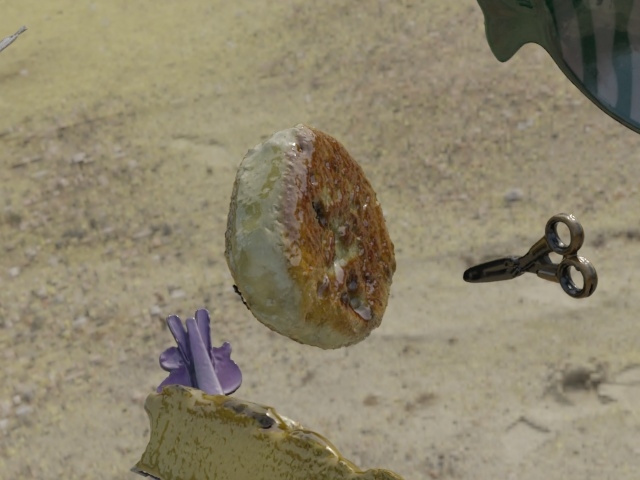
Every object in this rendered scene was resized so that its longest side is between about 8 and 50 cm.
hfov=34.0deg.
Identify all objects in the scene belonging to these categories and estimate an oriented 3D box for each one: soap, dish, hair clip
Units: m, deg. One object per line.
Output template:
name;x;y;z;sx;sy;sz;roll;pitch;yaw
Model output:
soap;-0.069;0.261;1.122;0.304;0.339;0.169;22;77;-2
dish;0.218;-0.146;0.626;0.246;0.224;0.078;17;61;35
hair clip;-0.180;0.235;1.609;0.137;0.090;0.278;-14;49;-12

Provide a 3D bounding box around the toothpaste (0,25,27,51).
toothpaste;-0.545;-0.227;1.555;0.099;0.068;0.282;6;40;24

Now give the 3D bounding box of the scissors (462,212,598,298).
scissors;0.213;0.027;1.115;0.017;0.088;0.220;-18;1;-25

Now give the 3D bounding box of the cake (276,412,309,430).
cake;-0.042;0.332;1.698;0.109;0.225;0.090;18;85;26

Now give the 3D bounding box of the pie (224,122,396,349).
pie;0.000;0.000;1.406;0.092;0.315;0.315;-18;24;37
